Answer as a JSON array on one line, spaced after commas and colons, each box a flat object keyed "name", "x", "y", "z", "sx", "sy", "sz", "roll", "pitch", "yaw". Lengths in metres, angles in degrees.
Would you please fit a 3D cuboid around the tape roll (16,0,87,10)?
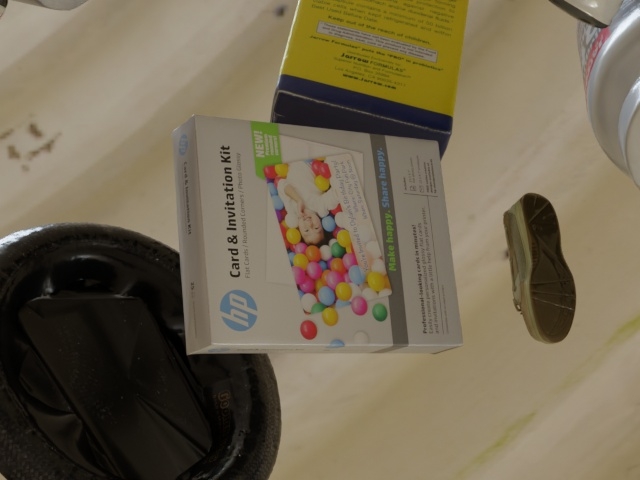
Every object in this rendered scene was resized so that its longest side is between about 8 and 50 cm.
[{"name": "tape roll", "x": -0.173, "y": -0.257, "z": 0.756, "sx": 0.072, "sy": 0.219, "sz": 0.219, "roll": 14, "pitch": -70, "yaw": 10}]

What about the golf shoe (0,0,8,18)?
[{"name": "golf shoe", "x": -0.322, "y": -0.214, "z": 0.963, "sx": 0.086, "sy": 0.067, "sz": 0.186, "roll": -45, "pitch": -103, "yaw": -1}]

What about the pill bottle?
[{"name": "pill bottle", "x": 0.316, "y": -0.145, "z": 1.051, "sx": 0.176, "sy": 0.318, "sz": 0.176, "roll": 4, "pitch": -62, "yaw": 7}]

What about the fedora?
[{"name": "fedora", "x": -0.201, "y": 0.147, "z": 1.110, "sx": 0.334, "sy": 0.334, "sz": 0.152, "roll": 56, "pitch": -45, "yaw": 24}]

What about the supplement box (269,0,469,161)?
[{"name": "supplement box", "x": 0.056, "y": -0.214, "z": 1.443, "sx": 0.194, "sy": 0.195, "sz": 0.356, "roll": 107, "pitch": -4, "yaw": -52}]

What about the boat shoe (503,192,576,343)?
[{"name": "boat shoe", "x": 0.203, "y": 0.030, "z": 1.160, "sx": 0.048, "sy": 0.056, "sz": 0.153, "roll": -41, "pitch": -131, "yaw": 51}]

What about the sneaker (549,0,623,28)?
[{"name": "sneaker", "x": 0.218, "y": -0.300, "z": 0.933, "sx": 0.129, "sy": 0.111, "sz": 0.297, "roll": -42, "pitch": -139, "yaw": 43}]

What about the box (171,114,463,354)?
[{"name": "box", "x": 0.000, "y": 0.000, "z": 0.781, "sx": 0.038, "sy": 0.186, "sz": 0.145, "roll": -28, "pitch": -117, "yaw": 56}]
